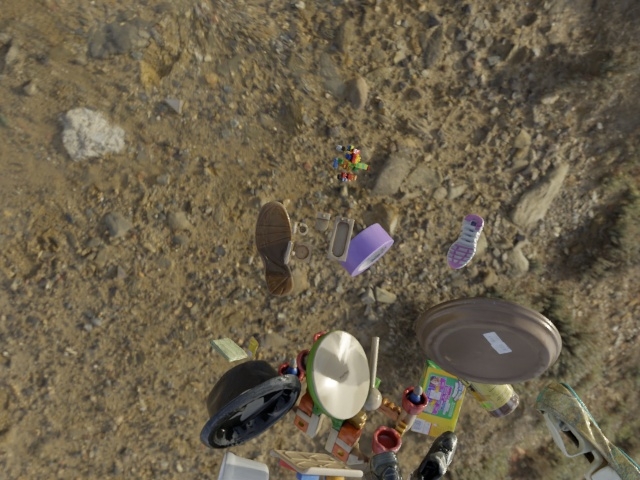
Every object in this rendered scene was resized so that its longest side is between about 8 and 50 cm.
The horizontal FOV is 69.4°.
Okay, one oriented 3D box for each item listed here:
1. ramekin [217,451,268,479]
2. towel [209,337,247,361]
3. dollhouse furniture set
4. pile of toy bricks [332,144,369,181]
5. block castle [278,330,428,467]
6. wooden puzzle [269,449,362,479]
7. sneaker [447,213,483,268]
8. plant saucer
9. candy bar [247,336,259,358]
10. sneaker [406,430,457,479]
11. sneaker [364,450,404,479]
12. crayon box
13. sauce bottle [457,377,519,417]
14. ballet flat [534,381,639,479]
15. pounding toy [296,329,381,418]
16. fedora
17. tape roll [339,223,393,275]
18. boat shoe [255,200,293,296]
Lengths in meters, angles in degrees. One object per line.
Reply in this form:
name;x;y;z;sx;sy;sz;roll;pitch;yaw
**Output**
ramekin;-0.241;0.765;1.323;0.135;0.277;0.277;14;114;-7
towel;-0.391;0.463;1.971;0.110;0.148;0.027;0;115;-55
dollhouse furniture set;0.000;0.000;1.176;0.151;0.123;0.144;12;92;0
pile of toy bricks;0.116;-0.262;1.586;0.105;0.212;0.118;10;106;-13
block castle;0.095;0.512;1.539;0.303;0.453;0.213;-31;141;-50
wooden puzzle;-0.029;1.054;2.141;0.322;0.348;0.080;21;71;-30
sneaker;0.590;0.015;1.873;0.236;0.095;0.104;-62;159;-10
plant saucer;0.330;0.214;0.929;0.278;0.041;0.278;12;137;11
candy bar;-0.247;0.394;1.684;0.018;0.040;0.161;-37;162;-30
sneaker;0.365;0.685;1.436;0.234;0.078;0.106;-37;161;-29
sneaker;0.171;0.647;1.205;0.087;0.130;0.227;-7;142;-8
crayon box;0.471;0.638;1.846;0.165;0.081;0.278;14;95;3
sauce bottle;0.447;0.373;1.399;0.111;0.111;0.344;-41;87;9
ballet flat;0.666;0.520;1.135;0.123;0.348;0.123;-33;163;-12
pounding toy;0.028;0.300;1.036;0.110;0.183;0.237;-18;157;40
fedora;-0.228;0.481;1.415;0.334;0.152;0.334;-23;140;-20
tape roll;0.152;0.033;1.572;0.189;0.080;0.189;-36;164;-12
boat shoe;-0.152;0.018;1.568;0.123;0.123;0.342;-8;116;-3
